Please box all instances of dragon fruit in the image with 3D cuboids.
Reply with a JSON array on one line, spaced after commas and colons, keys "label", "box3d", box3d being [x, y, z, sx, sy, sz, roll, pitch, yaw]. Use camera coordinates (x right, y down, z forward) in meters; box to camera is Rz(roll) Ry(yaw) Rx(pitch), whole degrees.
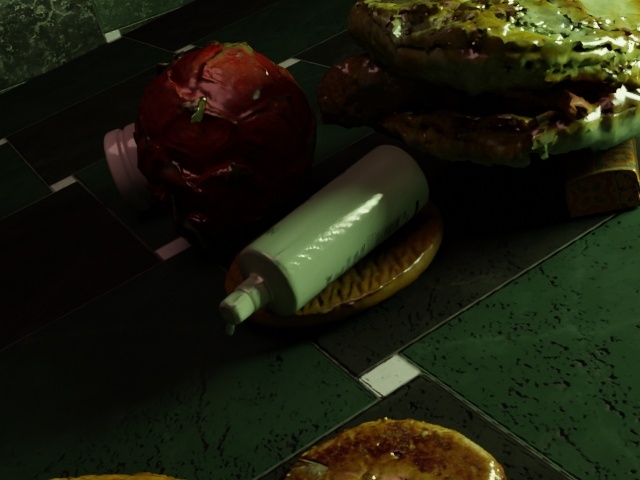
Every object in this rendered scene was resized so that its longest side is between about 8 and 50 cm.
[{"label": "dragon fruit", "box3d": [-0.127, -0.138, 1.203, 0.244, 0.244, 0.299, -17, 56, 8]}]

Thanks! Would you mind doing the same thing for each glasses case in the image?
[{"label": "glasses case", "box3d": [0.313, -0.105, 1.046, 0.075, 0.049, 0.218, -10, 28, 21]}]

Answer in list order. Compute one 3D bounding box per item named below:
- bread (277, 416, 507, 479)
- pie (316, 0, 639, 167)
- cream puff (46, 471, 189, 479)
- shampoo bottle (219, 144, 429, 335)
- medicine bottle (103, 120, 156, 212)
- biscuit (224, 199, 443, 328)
[{"label": "bread", "box3d": [0.042, 0.202, 0.655, 0.193, 0.064, 0.193, -11, 29, 6]}, {"label": "pie", "box3d": [0.246, -0.220, 1.053, 0.418, 0.180, 0.395, -23, 27, -30]}, {"label": "cream puff", "box3d": [-0.109, 0.264, 0.459, 0.303, 0.212, 0.303, -5, 60, 8]}, {"label": "shampoo bottle", "box3d": [0.000, 0.000, 0.957, 0.262, 0.085, 0.085, -38, 31, -30]}, {"label": "medicine bottle", "box3d": [-0.183, -0.142, 1.394, 0.249, 0.133, 0.133, -21, 26, 3]}, {"label": "biscuit", "box3d": [0.016, 0.019, 1.047, 0.262, 0.037, 0.262, -16, 27, 9]}]
